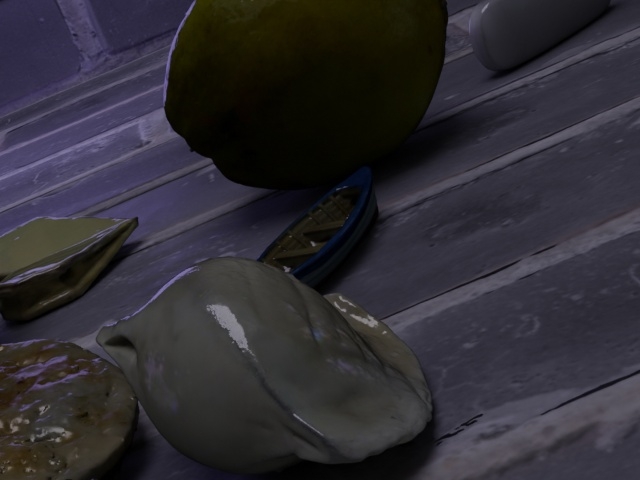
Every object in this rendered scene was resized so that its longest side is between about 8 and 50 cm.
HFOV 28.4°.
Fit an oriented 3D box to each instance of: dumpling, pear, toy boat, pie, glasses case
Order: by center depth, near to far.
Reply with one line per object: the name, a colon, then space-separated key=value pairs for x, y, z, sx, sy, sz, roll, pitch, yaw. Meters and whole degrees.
dumpling: x=-0.021 y=0.078 z=0.824 sx=0.179 sy=0.131 sz=0.252 roll=-7 pitch=14 yaw=-40
pie: x=-0.290 y=0.173 z=0.928 sx=0.339 sy=0.077 sz=0.339 roll=-20 pitch=19 yaw=7
toy boat: x=0.000 y=0.000 z=1.123 sx=0.080 sy=0.046 sz=0.229 roll=-11 pitch=21 yaw=33
pear: x=-0.011 y=-0.192 z=1.333 sx=0.321 sy=0.269 sz=0.269 roll=-35 pitch=18 yaw=1
glasses case: x=0.269 y=-0.283 z=1.532 sx=0.233 sy=0.092 sz=0.059 roll=-35 pitch=24 yaw=-29

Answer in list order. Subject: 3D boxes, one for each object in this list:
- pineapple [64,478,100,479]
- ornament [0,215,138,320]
pineapple: x=-0.121 y=0.193 z=0.601 sx=0.170 sy=0.141 sz=0.310 roll=-54 pitch=19 yaw=-12
ornament: x=-0.283 y=0.017 z=1.407 sx=0.180 sy=0.059 sz=0.201 roll=-25 pitch=21 yaw=-11
